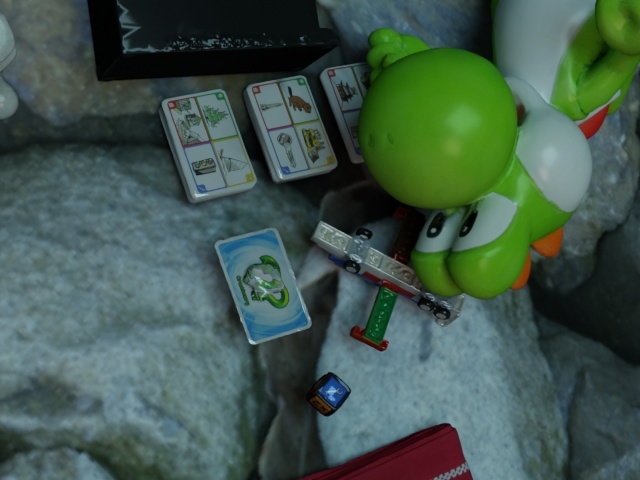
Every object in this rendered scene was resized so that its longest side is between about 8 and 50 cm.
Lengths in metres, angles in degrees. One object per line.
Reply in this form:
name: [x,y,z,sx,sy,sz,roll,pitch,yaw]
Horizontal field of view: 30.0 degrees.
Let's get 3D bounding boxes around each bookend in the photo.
bookend: [-0.082,-0.198,0.827,0.156,0.072,0.157,-7,86,-24]

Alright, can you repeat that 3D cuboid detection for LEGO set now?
LEGO set: [0.000,0.000,0.866,0.182,0.060,0.244,-15,77,-27]

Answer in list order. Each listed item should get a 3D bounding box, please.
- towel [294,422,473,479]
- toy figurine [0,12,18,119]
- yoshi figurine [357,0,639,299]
towel: [0.055,0.287,0.850,0.199,0.031,0.275,-18,92,-29]
toy figurine: [-0.282,-0.081,0.661,0.213,0.148,0.209,19,88,-19]
yoshi figurine: [0.141,-0.138,0.859,0.203,0.203,0.362,26,66,1]
